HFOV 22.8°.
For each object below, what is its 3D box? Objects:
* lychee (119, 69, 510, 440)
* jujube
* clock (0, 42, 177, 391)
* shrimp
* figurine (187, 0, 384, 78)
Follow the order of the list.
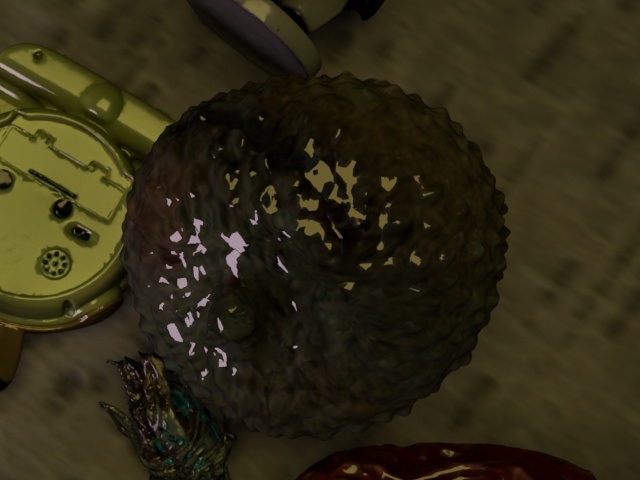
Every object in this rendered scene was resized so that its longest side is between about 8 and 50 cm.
[{"bbox_3d":[0.000,0.000,1.048,0.255,0.255,0.274,40,40,2],"label":"lychee"},{"bbox_3d":[0.088,0.213,1.072,0.230,0.155,0.155,4,77,0],"label":"jujube"},{"bbox_3d":[-0.202,-0.010,1.121,0.170,0.069,0.232,30,76,0],"label":"clock"},{"bbox_3d":[-0.098,0.157,1.112,0.082,0.076,0.174,-24,85,29],"label":"shrimp"},{"bbox_3d":[0.004,-0.247,1.171,0.176,0.133,0.236,36,81,13],"label":"figurine"}]
